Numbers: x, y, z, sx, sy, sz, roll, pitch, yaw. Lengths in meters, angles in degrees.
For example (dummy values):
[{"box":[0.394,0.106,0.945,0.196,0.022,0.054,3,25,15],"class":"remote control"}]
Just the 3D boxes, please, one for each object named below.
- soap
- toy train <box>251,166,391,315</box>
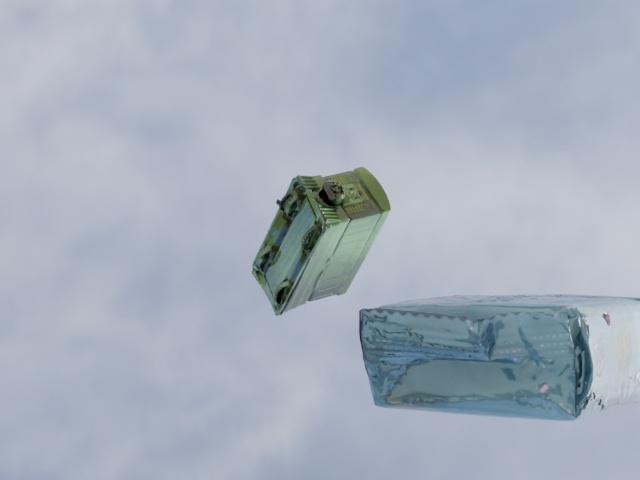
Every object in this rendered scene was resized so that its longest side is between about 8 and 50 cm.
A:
[{"box":[0.145,0.077,1.280,0.156,0.293,0.077,1,-90,25],"class":"soap"},{"box":[0.000,0.000,0.992,0.056,0.093,0.038,-13,-122,-32],"class":"toy train"}]
